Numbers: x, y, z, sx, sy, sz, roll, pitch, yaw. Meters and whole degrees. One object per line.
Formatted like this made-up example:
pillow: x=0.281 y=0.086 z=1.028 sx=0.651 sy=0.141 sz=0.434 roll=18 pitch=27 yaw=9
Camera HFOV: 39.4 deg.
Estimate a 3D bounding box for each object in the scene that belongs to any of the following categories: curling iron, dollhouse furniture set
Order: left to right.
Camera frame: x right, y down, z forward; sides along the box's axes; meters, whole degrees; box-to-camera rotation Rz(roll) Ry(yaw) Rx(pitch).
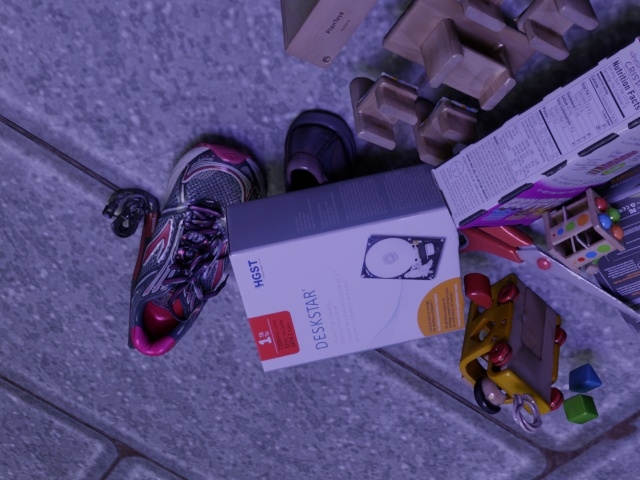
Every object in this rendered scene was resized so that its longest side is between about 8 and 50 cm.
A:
curling iron: x=-0.251 y=0.042 z=1.205 sx=0.068 sy=0.035 sz=0.274 roll=9 pitch=129 yaw=2
dollhouse furniture set: x=0.090 y=-0.220 z=0.852 sx=0.242 sy=0.161 sz=0.212 roll=18 pitch=135 yaw=-26

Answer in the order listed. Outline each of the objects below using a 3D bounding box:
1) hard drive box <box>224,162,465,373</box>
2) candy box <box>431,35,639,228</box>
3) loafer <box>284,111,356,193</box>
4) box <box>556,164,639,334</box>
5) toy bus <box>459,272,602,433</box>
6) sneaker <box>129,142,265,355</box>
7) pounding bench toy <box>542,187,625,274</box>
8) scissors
hard drive box: x=0.030 y=0.031 z=0.970 sx=0.232 sy=0.089 sz=0.181 roll=-13 pitch=129 yaw=1
candy box: x=0.245 y=-0.094 z=0.858 sx=0.233 sy=0.159 sz=0.071 roll=-32 pitch=73 yaw=35
loafer: x=0.000 y=0.000 z=1.054 sx=0.109 sy=0.095 sz=0.302 roll=3 pitch=128 yaw=16
box: x=0.397 y=-0.011 z=0.945 sx=0.231 sy=0.056 sz=0.183 roll=-26 pitch=117 yaw=33
toy bus: x=0.215 y=0.141 z=1.044 sx=0.202 sy=0.190 sz=0.104 roll=2 pitch=150 yaw=-46
sneaker: x=-0.152 y=0.017 z=1.090 sx=0.121 sy=0.112 sz=0.299 roll=19 pitch=122 yaw=-9
pounding bench toy: x=0.280 y=-0.004 z=0.914 sx=0.083 sy=0.052 sz=0.065 roll=33 pitch=132 yaw=-32
scissors: x=0.234 y=0.009 z=0.990 sx=0.297 sy=0.021 sz=0.109 roll=22 pitch=134 yaw=21
